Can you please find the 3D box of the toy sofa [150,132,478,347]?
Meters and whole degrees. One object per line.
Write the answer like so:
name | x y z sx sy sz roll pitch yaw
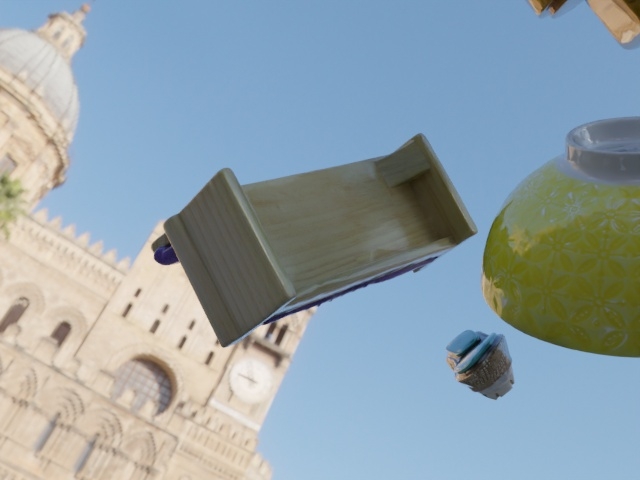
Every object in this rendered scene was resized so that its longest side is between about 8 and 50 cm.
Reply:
toy sofa | 0.000 0.000 0.933 0.177 0.362 0.150 -38 -105 41

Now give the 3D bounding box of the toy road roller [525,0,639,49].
toy road roller | 0.380 -0.379 0.941 0.241 0.329 0.202 54 7 3

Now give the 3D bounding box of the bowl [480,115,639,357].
bowl | 0.296 -0.029 0.777 0.289 0.289 0.156 5 -64 29

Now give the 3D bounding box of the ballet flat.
ballet flat | 0.185 0.139 0.900 0.067 0.073 0.206 49 4 4
